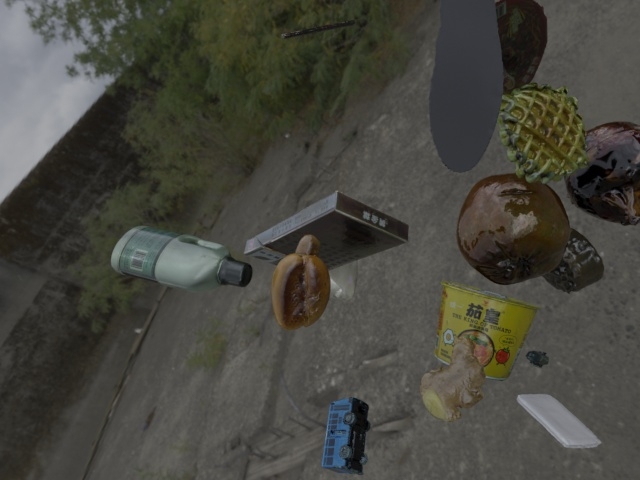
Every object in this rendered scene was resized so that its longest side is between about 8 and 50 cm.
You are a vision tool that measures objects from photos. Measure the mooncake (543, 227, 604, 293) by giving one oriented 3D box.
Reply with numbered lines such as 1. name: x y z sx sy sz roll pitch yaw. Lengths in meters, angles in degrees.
1. mooncake: 0.805 0.066 1.654 0.124 0.228 0.228 -32 17 -6

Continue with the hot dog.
1. hot dog: -0.030 0.064 0.749 0.060 0.089 0.140 -116 24 -70

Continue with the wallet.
1. wallet: 0.581 0.441 1.231 0.183 0.124 0.032 -130 53 -59

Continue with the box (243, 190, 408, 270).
1. box: 0.001 0.000 1.022 0.325 0.180 0.047 -24 52 49

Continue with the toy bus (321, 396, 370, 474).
1. toy bus: 0.068 0.528 1.361 0.106 0.090 0.185 -19 47 37

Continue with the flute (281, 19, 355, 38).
1. flute: 0.002 -0.480 1.138 0.269 0.014 0.014 -35 -3 -43

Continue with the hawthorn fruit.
1. hawthorn fruit: 0.481 -0.048 1.281 0.268 0.267 0.301 -42 29 43

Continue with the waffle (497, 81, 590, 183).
1. waffle: 0.465 -0.226 1.047 0.054 0.207 0.214 166 91 -70

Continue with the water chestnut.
1. water chestnut: 0.900 -0.177 1.474 0.335 0.335 0.347 -45 18 37

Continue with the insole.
1. insole: 0.175 -0.245 0.611 0.109 0.007 0.322 5 97 51

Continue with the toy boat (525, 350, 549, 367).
1. toy boat: 0.764 0.418 1.780 0.055 0.141 0.060 16 86 42

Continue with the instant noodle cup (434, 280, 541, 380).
1. instant noodle cup: 0.527 0.294 1.653 0.325 0.325 0.254 -159 83 -72

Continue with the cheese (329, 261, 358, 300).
1. cheese: 0.000 0.070 1.345 0.189 0.154 0.198 -16 65 38

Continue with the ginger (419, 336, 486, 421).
1. ginger: 0.340 0.341 1.233 0.213 0.137 0.074 -41 -25 -25

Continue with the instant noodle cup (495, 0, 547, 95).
1. instant noodle cup: 0.347 -0.393 1.073 0.274 0.274 0.091 -52 47 20

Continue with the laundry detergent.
1. laundry detergent: -0.211 0.033 0.788 0.099 0.225 0.070 -53 -34 -51
